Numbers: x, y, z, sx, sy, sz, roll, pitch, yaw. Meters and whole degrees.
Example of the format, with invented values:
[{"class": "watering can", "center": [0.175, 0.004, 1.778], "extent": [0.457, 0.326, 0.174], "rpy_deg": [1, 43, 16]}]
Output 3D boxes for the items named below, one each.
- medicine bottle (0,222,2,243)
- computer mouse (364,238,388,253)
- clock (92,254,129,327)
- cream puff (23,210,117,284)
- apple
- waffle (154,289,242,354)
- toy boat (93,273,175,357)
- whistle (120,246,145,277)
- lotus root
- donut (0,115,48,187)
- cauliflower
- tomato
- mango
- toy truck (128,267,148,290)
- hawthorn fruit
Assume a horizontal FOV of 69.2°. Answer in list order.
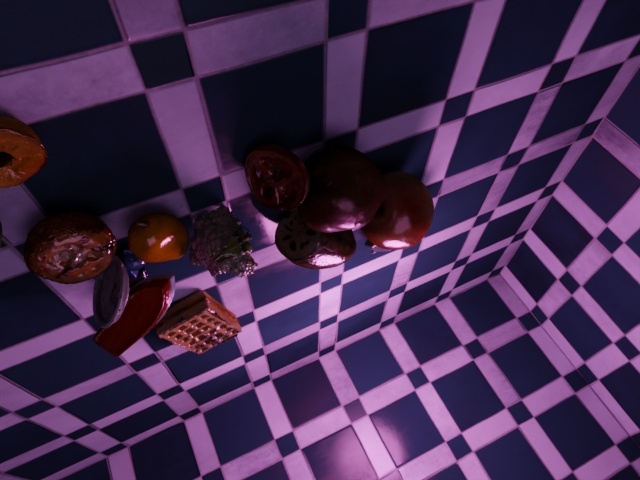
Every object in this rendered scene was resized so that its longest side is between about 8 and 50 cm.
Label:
[{"class": "medicine bottle", "center": [-0.926, -0.016, 1.127], "extent": [0.124, 0.124, 0.239], "rpy_deg": [-45, 146, 24]}, {"class": "computer mouse", "center": [0.354, -0.061, 2.180], "extent": [0.188, 0.122, 0.371], "rpy_deg": [11, 138, -44]}, {"class": "clock", "center": [-0.670, 0.166, 1.501], "extent": [0.053, 0.236, 0.236], "rpy_deg": [14, 128, -43]}, {"class": "cream puff", "center": [-0.708, 0.015, 1.323], "extent": [0.240, 0.164, 0.240], "rpy_deg": [-18, 133, -20]}, {"class": "apple", "center": [0.286, -0.117, 1.845], "extent": [0.277, 0.319, 0.319], "rpy_deg": [3, 137, -38]}, {"class": "waffle", "center": [-0.537, 0.379, 2.066], "extent": [0.261, 0.114, 0.376], "rpy_deg": [-30, 150, -1]}, {"class": "toy boat", "center": [-0.625, 0.242, 1.604], "extent": [0.145, 0.133, 0.332], "rpy_deg": [43, 96, -14]}, {"class": "whistle", "center": [-0.620, 0.069, 1.557], "extent": [0.090, 0.090, 0.158], "rpy_deg": [-25, 152, -9]}, {"class": "lotus root", "center": [0.000, 0.000, 1.849], "extent": [0.250, 0.250, 0.346], "rpy_deg": [-44, 154, 23]}, {"class": "donut", "center": [-0.730, -0.206, 1.056], "extent": [0.190, 0.074, 0.174], "rpy_deg": [-41, 150, 27]}, {"class": "cauliflower", "center": [-0.321, 0.016, 1.635], "extent": [0.239, 0.256, 0.315], "rpy_deg": [-58, 173, 11]}, {"class": "tomato", "center": [-0.132, -0.209, 1.485], "extent": [0.228, 0.228, 0.101], "rpy_deg": [-58, 178, 39]}, {"class": "mango", "center": [-0.516, -0.001, 1.503], "extent": [0.176, 0.119, 0.317], "rpy_deg": [-47, 162, -4]}, {"class": "toy truck", "center": [-0.652, 0.182, 1.695], "extent": [0.083, 0.092, 0.192], "rpy_deg": [-20, 140, -17]}, {"class": "hawthorn fruit", "center": [0.074, -0.170, 1.583], "extent": [0.325, 0.308, 0.308], "rpy_deg": [3, 142, -8]}]
